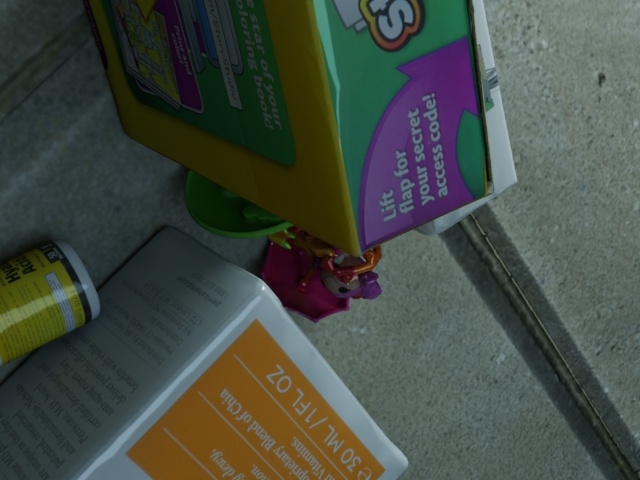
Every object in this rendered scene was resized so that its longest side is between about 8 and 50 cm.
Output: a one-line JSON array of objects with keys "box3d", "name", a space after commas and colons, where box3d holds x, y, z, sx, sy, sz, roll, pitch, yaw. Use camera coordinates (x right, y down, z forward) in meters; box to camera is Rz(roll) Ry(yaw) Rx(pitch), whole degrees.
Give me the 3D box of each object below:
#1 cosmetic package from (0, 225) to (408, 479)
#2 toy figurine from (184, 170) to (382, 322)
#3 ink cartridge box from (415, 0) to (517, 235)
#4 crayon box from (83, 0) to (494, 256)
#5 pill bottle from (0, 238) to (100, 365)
[{"box3d": [-0.176, 0.236, 0.763, 0.453, 0.161, 0.230, -46, 125, -12], "name": "cosmetic package"}, {"box3d": [0.000, 0.000, 0.819, 0.130, 0.173, 0.159, -57, 143, -27], "name": "toy figurine"}, {"box3d": [0.048, -0.133, 0.792, 0.093, 0.160, 0.219, -30, 122, -23], "name": "ink cartridge box"}, {"box3d": [-0.057, -0.209, 0.596, 0.106, 0.313, 0.363, -25, 119, -25], "name": "crayon box"}, {"box3d": [-0.219, 0.050, 0.729, 0.116, 0.065, 0.065, -28, 120, -25], "name": "pill bottle"}]
